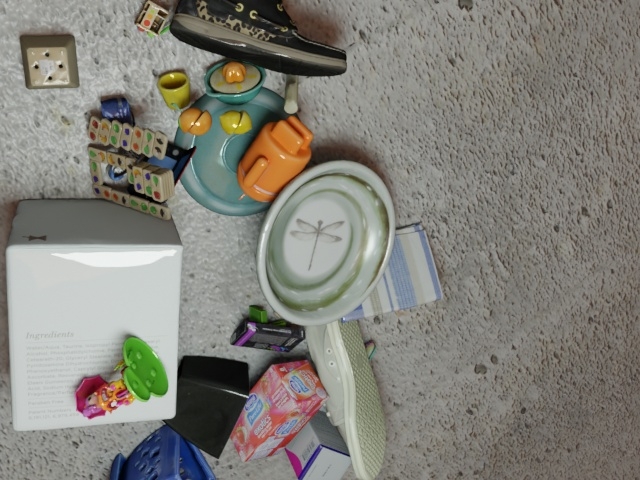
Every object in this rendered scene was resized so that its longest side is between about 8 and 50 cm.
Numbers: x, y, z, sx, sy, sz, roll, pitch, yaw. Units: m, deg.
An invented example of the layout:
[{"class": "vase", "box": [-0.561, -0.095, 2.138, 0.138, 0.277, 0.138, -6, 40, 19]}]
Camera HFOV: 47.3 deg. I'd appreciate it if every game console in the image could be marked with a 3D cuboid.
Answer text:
[{"class": "game console", "box": [-0.346, -0.154, 1.587, 0.124, 0.085, 0.144, 24, 75, 9]}]

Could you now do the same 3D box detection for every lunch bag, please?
[{"class": "lunch bag", "box": [-0.435, -0.257, 1.578, 0.065, 0.067, 0.098, -10, 113, -14]}]

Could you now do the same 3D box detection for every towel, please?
[{"class": "towel", "box": [0.162, 0.081, 1.862, 0.285, 0.034, 0.209, -12, 79, -15]}]

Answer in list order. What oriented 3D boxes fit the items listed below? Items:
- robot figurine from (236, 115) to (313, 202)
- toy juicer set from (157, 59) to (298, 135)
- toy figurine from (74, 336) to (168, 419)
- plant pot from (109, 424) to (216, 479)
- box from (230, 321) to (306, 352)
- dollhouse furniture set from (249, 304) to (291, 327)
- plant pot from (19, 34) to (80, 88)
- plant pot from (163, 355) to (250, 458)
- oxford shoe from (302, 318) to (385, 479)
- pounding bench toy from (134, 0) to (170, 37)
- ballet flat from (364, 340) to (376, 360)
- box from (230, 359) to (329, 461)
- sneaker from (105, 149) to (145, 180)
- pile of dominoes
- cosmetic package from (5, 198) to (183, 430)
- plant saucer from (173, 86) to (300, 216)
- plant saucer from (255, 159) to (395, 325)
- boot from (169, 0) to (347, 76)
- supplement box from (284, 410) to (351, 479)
[{"class": "robot figurine", "box": [-0.103, -0.173, 1.619, 0.128, 0.158, 0.219, 21, 129, -25]}, {"class": "toy juicer set", "box": [-0.170, -0.323, 1.565, 0.329, 0.209, 0.089, -17, 139, -12]}, {"class": "toy figurine", "box": [-0.393, 0.288, 1.379, 0.159, 0.173, 0.130, -33, 105, 8]}, {"class": "plant pot", "box": [-0.395, 0.631, 1.815, 0.212, 0.236, 0.236, -25, 114, -1]}, {"class": "box", "box": [-0.132, 0.244, 1.836, 0.162, 0.116, 0.029, 12, 60, -22]}, {"class": "dollhouse furniture set", "box": [-0.102, 0.179, 1.866, 0.151, 0.058, 0.076, -12, 105, -35]}, {"class": "plant pot", "box": [-0.552, -0.359, 1.488, 0.109, 0.096, 0.109, -6, 110, -17]}, {"class": "plant pot", "box": [-0.289, 0.390, 1.799, 0.167, 0.187, 0.188, 23, 100, -12]}, {"class": "oxford shoe", "box": [0.059, 0.382, 1.853, 0.130, 0.169, 0.449, -19, 81, 27]}, {"class": "pounding bench toy", "box": [-0.344, -0.459, 1.547, 0.083, 0.052, 0.065, 25, 99, -24]}, {"class": "ballet flat", "box": [0.067, 0.358, 1.963, 0.079, 0.077, 0.221, 28, 99, -4]}, {"class": "box", "box": [-0.112, 0.426, 1.828, 0.128, 0.122, 0.257, 2, 134, -46]}, {"class": "sneaker", "box": [-0.419, -0.182, 1.615, 0.052, 0.058, 0.135, 37, 93, -25]}, {"class": "pile of dominoes", "box": [-0.411, -0.150, 1.526, 0.040, 0.251, 0.196, -35, 133, -48]}, {"class": "cosmetic package", "box": [-0.480, 0.142, 1.557, 0.327, 0.329, 0.394, 0, 109, -18]}, {"class": "plant saucer", "box": [-0.180, -0.203, 1.697, 0.317, 0.044, 0.318, -6, 110, -16]}, {"class": "plant saucer", "box": [0.000, 0.000, 1.717, 0.400, 0.100, 0.400, -14, 114, -34]}, {"class": "boot", "box": [-0.103, -0.511, 1.524, 0.377, 0.138, 0.284, 12, 87, -11]}, {"class": "supplement box", "box": [-0.017, 0.536, 1.909, 0.114, 0.220, 0.111, 28, 99, -26]}]
